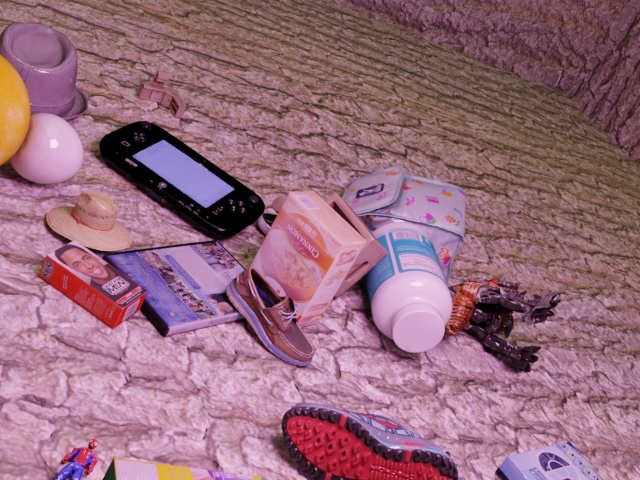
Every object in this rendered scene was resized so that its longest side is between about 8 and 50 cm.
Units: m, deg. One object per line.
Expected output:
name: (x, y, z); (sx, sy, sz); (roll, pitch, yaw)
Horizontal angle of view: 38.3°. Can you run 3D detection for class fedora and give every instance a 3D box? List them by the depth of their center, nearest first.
fedora: (-0.548, -0.335, 1.760); (0.243, 0.124, 0.275); (26, 27, -9)

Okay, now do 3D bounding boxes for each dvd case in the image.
dvd case: (-0.207, 0.071, 1.500); (0.180, 0.022, 0.253); (43, 30, 27)

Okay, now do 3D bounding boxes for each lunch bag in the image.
lunch bag: (0.163, -0.046, 1.926); (0.262, 0.160, 0.223); (18, 30, 1)

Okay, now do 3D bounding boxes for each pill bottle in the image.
pill bottle: (0.158, 0.089, 1.691); (0.146, 0.146, 0.264); (21, 28, -17)

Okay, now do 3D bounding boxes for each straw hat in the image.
straw hat: (-0.363, -0.046, 1.484); (0.144, 0.061, 0.144); (19, 23, -8)

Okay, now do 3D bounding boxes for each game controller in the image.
game controller: (-0.259, -0.117, 1.727); (0.319, 0.067, 0.166); (34, 27, 11)

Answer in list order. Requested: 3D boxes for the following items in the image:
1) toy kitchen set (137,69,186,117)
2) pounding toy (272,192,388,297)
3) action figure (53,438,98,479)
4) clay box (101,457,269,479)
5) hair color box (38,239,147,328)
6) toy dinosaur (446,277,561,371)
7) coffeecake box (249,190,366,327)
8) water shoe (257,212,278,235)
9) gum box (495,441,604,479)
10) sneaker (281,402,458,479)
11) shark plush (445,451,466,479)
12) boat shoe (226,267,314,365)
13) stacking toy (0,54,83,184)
toy kitchen set: (-0.339, -0.320, 2.002); (0.083, 0.068, 0.075); (6, 35, -38)
pounding toy: (-0.010, 0.002, 1.699); (0.206, 0.181, 0.094); (52, 7, 32)
action figure: (-0.286, 0.267, 1.072); (0.038, 0.030, 0.115); (24, 24, 1)
clay box: (-0.139, 0.330, 1.077); (0.222, 0.053, 0.127); (16, 29, -27)
hair color box: (-0.335, 0.063, 1.361); (0.141, 0.043, 0.072); (33, 27, 8)
toy dinosaur: (0.329, 0.149, 1.808); (0.218, 0.164, 0.322); (27, 41, 28)
coffeecake box: (-0.028, 0.032, 1.560); (0.142, 0.185, 0.068); (44, 30, 28)
water shoe: (-0.021, -0.023, 1.781); (0.203, 0.080, 0.073); (23, 27, -12)
gum box: (0.395, 0.405, 1.486); (0.184, 0.041, 0.157); (3, 36, -43)
sneaker: (0.061, 0.298, 1.316); (0.262, 0.104, 0.125); (24, 5, -10)
shark plush: (0.177, 0.350, 1.360); (0.067, 0.073, 0.161); (-6, 37, -2)
boat shoe: (-0.072, 0.121, 1.467); (0.183, 0.066, 0.066); (45, 34, 2)
stacking toy: (-0.575, -0.206, 1.412); (0.480, 0.350, 0.350); (31, 19, -44)
